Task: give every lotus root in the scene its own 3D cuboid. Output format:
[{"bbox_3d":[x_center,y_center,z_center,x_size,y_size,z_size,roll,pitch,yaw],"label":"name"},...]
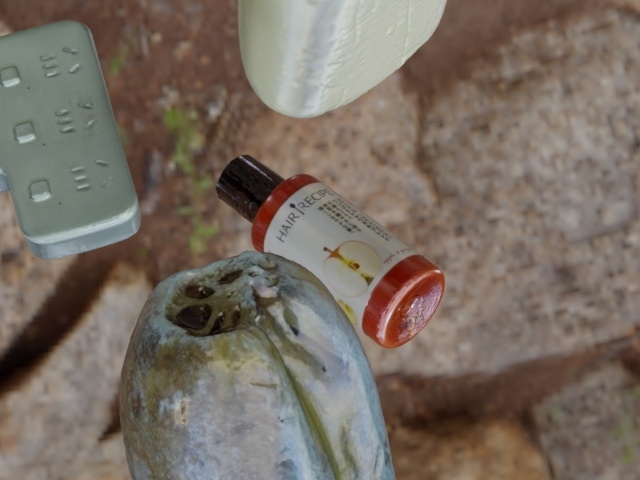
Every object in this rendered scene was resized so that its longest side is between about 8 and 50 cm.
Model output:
[{"bbox_3d":[-0.030,0.160,1.147,0.140,0.158,0.322,4,122,32],"label":"lotus root"}]

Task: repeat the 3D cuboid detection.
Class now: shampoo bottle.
[{"bbox_3d":[0.000,0.000,2.031,0.104,0.278,0.104,-37,148,-28],"label":"shampoo bottle"}]

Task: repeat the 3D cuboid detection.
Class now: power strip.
[{"bbox_3d":[-0.306,-0.100,1.970,0.194,0.265,0.059,-16,151,-6],"label":"power strip"}]

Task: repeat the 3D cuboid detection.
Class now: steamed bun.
[{"bbox_3d":[0.017,-0.245,1.780,0.250,0.155,0.200,-37,152,-31],"label":"steamed bun"}]
